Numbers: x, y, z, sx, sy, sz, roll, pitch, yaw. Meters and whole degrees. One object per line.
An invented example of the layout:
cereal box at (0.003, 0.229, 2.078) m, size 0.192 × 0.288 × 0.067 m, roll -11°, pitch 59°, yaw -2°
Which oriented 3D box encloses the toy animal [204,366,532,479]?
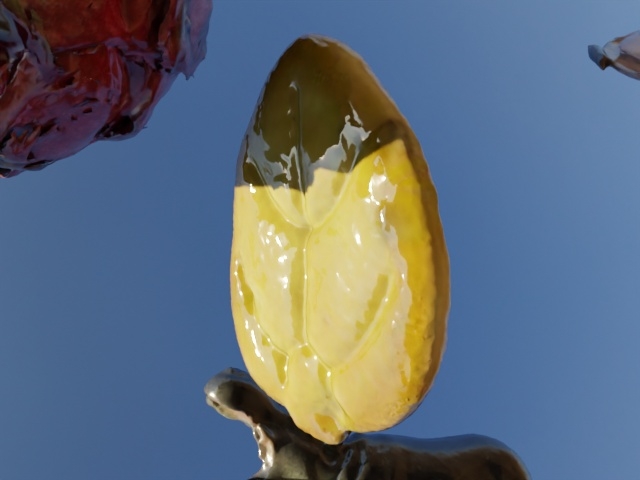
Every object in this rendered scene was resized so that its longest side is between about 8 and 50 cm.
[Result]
toy animal at (0.047, 0.231, 0.520) m, size 0.342 × 0.106 × 0.169 m, roll 19°, pitch -123°, yaw -11°

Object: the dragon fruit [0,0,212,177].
dragon fruit at (-0.212, -0.189, 0.354) m, size 0.329 × 0.329 × 0.330 m, roll 7°, pitch -105°, yaw -28°

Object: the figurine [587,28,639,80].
figurine at (0.328, -0.224, 0.291) m, size 0.210 × 0.362 × 0.253 m, roll 14°, pitch -146°, yaw -9°

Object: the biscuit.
biscuit at (-0.005, 0.000, 0.375) m, size 0.041 × 0.203 × 0.260 m, roll -6°, pitch -83°, yaw -37°
